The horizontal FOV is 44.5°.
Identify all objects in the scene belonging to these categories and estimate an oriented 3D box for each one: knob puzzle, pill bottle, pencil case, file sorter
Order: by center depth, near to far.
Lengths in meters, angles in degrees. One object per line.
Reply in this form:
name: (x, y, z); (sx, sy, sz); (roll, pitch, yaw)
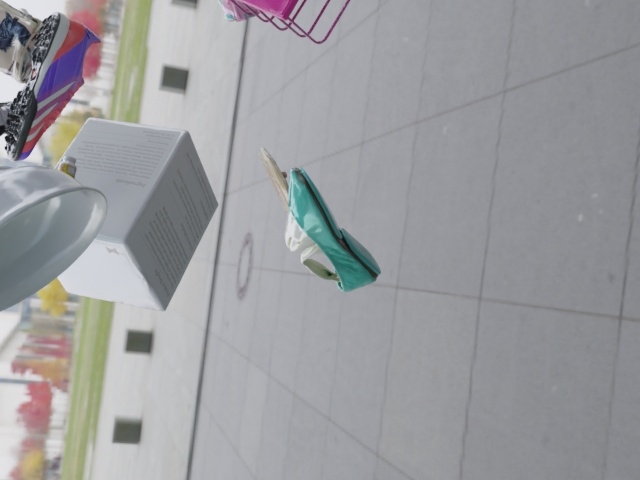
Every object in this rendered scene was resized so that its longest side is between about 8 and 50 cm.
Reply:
file sorter: (-0.086, -0.629, 1.917); (0.290, 0.182, 0.202); (33, 94, 36)
pill bottle: (-0.628, -0.166, 1.934); (0.043, 0.043, 0.083); (132, 147, -62)
pencil case: (-0.873, -0.569, 1.937); (0.183, 0.410, 0.160); (-56, 7, 22)
knob puzzle: (-0.097, -0.151, 1.976); (0.213, 0.030, 0.213); (61, 171, 17)
pencil case: (-0.249, -0.729, 2.091); (0.124, 0.124, 0.284); (-100, -7, -45)

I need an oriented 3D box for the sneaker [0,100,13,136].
sneaker: (-0.726, -0.261, 1.716); (0.106, 0.234, 0.078); (-6, 106, 34)

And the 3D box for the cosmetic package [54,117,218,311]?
cosmetic package: (-0.532, -0.075, 2.144); (0.329, 0.327, 0.394); (77, -151, -51)

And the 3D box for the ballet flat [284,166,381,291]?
ballet flat: (0.000, 0.000, 1.113); (0.087, 0.247, 0.083); (-33, 43, 8)

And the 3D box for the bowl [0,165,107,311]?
bowl: (-0.491, -0.020, 1.212); (0.134, 0.298, 0.298); (47, 146, 9)

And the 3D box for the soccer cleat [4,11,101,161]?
soccer cleat: (-0.553, -0.303, 1.613); (0.108, 0.116, 0.318); (18, 89, 49)
